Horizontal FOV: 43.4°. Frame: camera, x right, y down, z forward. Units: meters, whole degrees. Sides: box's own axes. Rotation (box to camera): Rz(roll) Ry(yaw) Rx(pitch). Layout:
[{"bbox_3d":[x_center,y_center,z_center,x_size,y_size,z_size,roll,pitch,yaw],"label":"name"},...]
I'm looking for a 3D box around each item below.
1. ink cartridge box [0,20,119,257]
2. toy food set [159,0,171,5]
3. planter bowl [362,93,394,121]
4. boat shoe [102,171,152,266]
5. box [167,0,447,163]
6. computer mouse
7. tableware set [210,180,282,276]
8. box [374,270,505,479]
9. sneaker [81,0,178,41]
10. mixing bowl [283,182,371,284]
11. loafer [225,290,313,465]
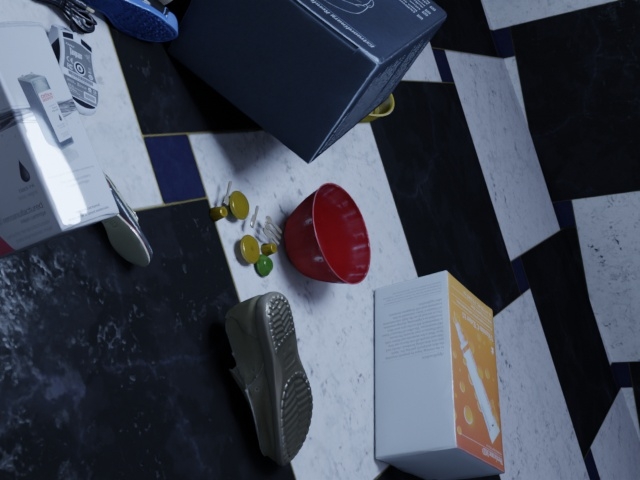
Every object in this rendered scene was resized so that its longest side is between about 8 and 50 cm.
[{"bbox_3d":[-0.332,-0.100,0.850,0.092,0.159,0.218,-28,99,-59],"label":"ink cartridge box"},{"bbox_3d":[-0.217,-0.528,1.214,0.306,0.092,0.219,-48,122,-18],"label":"toy food set"},{"bbox_3d":[0.030,-0.284,1.568,0.217,0.090,0.217,23,37,-18],"label":"planter bowl"},{"bbox_3d":[-0.260,-0.028,1.045,0.137,0.049,0.043,56,32,-18],"label":"boat shoe"},{"bbox_3d":[-0.005,-0.350,1.350,0.293,0.212,0.395,39,34,3],"label":"box"},{"bbox_3d":[-0.331,-0.243,1.044,0.106,0.042,0.193,27,47,-56],"label":"computer mouse"},{"bbox_3d":[-0.120,-0.014,1.291,0.154,0.024,0.104,45,43,-40],"label":"tableware set"},{"bbox_3d":[0.228,0.269,1.567,0.215,0.168,0.345,36,46,-46],"label":"box"},{"bbox_3d":[-0.288,-0.363,1.131,0.232,0.081,0.090,23,63,-51],"label":"sneaker"},{"bbox_3d":[0.000,0.000,1.400,0.181,0.098,0.181,35,46,-47],"label":"mixing bowl"},{"bbox_3d":[-0.079,0.201,1.185,0.102,0.092,0.268,-27,115,-58],"label":"loafer"}]
